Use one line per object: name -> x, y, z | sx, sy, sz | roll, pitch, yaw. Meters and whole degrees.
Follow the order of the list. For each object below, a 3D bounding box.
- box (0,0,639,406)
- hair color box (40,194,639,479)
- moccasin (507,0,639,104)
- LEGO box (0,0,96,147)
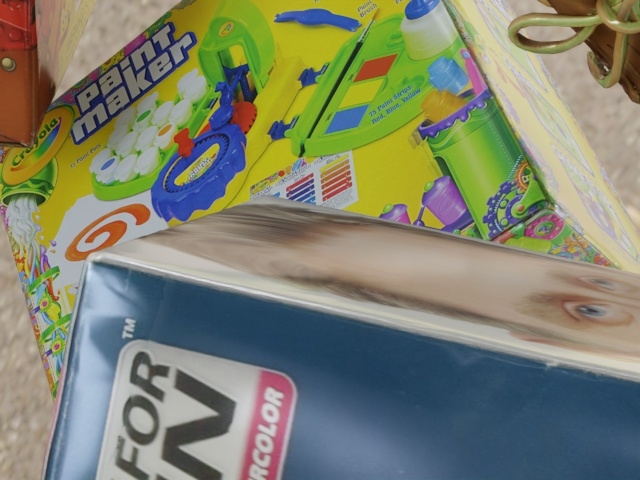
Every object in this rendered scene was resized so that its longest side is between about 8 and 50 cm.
box -> 0.000, 0.000, 1.106 | 0.177, 0.290, 0.279 | 36, 24, -47
hair color box -> 0.121, 0.077, 0.479 | 0.347, 0.105, 0.174 | 12, 7, 9
moccasin -> 0.126, -0.154, 0.892 | 0.380, 0.139, 0.147 | 55, 47, -11
LEGO box -> -0.217, -0.333, 1.200 | 0.193, 0.372, 0.500 | 5, 29, 1
